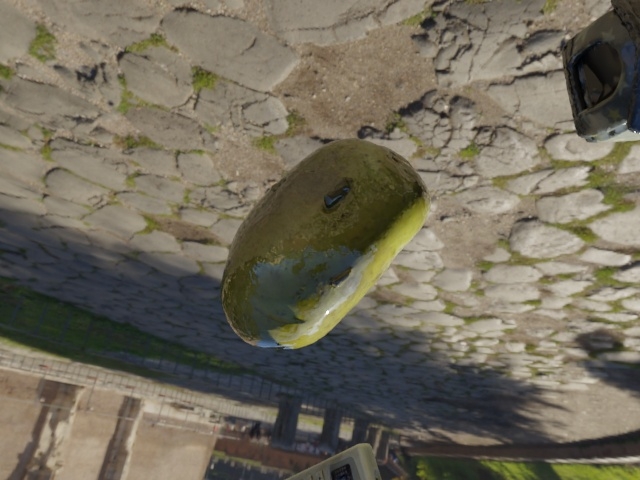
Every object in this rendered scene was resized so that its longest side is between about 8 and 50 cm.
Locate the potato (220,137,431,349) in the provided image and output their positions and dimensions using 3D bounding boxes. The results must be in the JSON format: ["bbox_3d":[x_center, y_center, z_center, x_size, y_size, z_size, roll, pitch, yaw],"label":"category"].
[{"bbox_3d":[0.001,0.000,0.494,0.148,0.197,0.228,39,109,-11],"label":"potato"}]

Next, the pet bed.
[{"bbox_3d":[0.452,-0.225,0.618,0.211,0.183,0.159,-6,176,-5],"label":"pet bed"}]

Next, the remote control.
[{"bbox_3d":[0.002,0.325,0.596,0.029,0.087,0.190,18,134,-41],"label":"remote control"}]
